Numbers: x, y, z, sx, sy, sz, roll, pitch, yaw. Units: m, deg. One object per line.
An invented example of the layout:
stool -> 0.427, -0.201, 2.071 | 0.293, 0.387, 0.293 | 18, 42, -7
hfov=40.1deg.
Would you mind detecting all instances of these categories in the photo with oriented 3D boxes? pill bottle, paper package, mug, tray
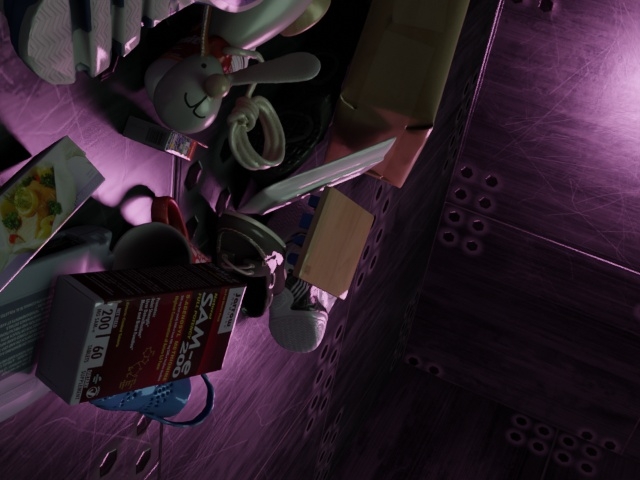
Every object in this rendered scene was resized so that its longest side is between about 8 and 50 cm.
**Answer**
pill bottle -> -0.145, -0.220, 1.098 | 0.152, 0.086, 0.086 | -55, 159, -42
paper package -> 0.141, -0.309, 1.614 | 0.309, 0.168, 0.325 | 106, 1, -71
mug -> -0.198, 0.030, 1.214 | 0.150, 0.113, 0.169 | -63, 167, -6
tray -> -0.002, -0.103, 1.487 | 0.270, 0.030, 0.145 | -24, 179, -27

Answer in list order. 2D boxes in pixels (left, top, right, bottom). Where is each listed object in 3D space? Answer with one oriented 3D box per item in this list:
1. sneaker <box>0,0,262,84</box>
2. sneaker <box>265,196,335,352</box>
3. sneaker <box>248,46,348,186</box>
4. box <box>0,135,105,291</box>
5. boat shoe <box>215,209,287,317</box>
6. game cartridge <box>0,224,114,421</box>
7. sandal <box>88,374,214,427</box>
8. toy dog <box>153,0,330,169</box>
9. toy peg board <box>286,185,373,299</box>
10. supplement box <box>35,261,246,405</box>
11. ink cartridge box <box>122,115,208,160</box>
sneaker -> -0.170, -0.267, 0.742 | 0.315, 0.182, 0.127 | -36, 159, -38
sneaker -> -0.027, 0.031, 1.754 | 0.210, 0.137, 0.366 | -64, 160, -51
sneaker -> -0.031, -0.192, 1.486 | 0.286, 0.109, 0.130 | -58, 165, -28
box -> -0.312, 0.017, 0.794 | 0.067, 0.063, 0.324 | -24, -156, 37
boat shoe -> -0.119, 0.051, 1.499 | 0.335, 0.112, 0.095 | 77, 33, -69
game cartridge -> -0.338, 0.101, 0.950 | 0.294, 0.060, 0.196 | -28, 134, -66
sandal -> -0.241, 0.197, 1.245 | 0.126, 0.138, 0.317 | -64, 162, -6
toy dog -> -0.060, -0.263, 1.014 | 0.220, 0.161, 0.334 | 26, 61, -42
toy peg board -> 0.000, 0.000, 1.520 | 0.160, 0.079, 0.161 | 30, 77, -55
supplement box -> -0.206, 0.103, 1.039 | 0.239, 0.073, 0.130 | -5, 118, -53
ink cartridge box -> -0.193, -0.125, 1.105 | 0.115, 0.063, 0.029 | 16, 94, -74
